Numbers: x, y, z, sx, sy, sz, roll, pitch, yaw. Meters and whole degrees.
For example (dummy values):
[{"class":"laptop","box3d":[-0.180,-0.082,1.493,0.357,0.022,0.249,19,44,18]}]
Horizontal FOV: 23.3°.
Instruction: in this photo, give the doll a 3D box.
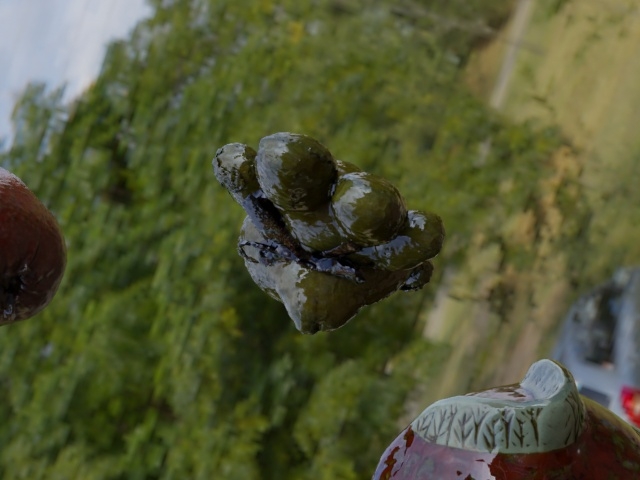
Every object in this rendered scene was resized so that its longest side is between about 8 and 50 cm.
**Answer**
[{"class":"doll","box3d":[0.000,0.000,0.875,0.209,0.137,0.097,71,-144,-76]}]

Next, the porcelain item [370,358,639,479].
[{"class":"porcelain item","box3d":[0.155,0.203,1.035,0.253,0.253,0.253,19,-90,-90]}]

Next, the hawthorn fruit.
[{"class":"hawthorn fruit","box3d":[-0.342,-0.036,1.459,0.285,0.165,0.165,60,142,42]}]
